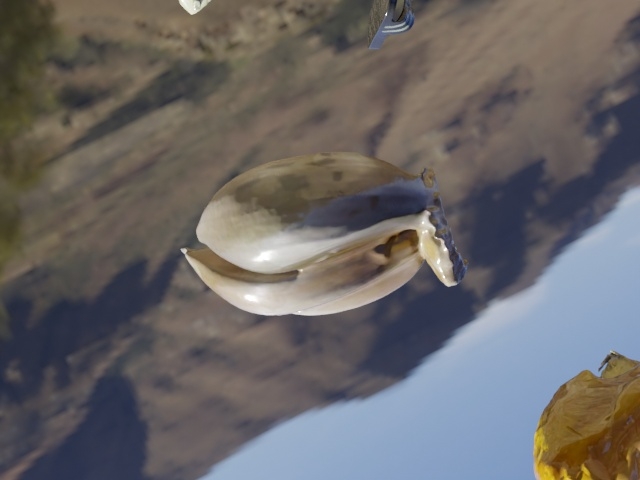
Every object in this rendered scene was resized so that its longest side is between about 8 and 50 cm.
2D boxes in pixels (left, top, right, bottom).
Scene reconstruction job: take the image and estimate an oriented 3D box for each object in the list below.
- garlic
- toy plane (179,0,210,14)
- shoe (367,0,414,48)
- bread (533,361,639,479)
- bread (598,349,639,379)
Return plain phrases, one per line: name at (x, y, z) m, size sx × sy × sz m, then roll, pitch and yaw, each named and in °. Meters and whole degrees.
garlic at (0.000, -0.001, 1.926) m, size 0.325 × 0.132 × 0.279 m, roll -11°, pitch 148°, yaw 0°
toy plane at (-0.159, -0.350, 1.875) m, size 0.108 × 0.092 × 0.286 m, roll -1°, pitch 147°, yaw -1°
shoe at (0.096, -0.296, 2.216) m, size 0.049 × 0.071 × 0.179 m, roll 3°, pitch 166°, yaw -6°
bread at (0.434, 0.293, 1.980) m, size 0.250 × 0.394 × 0.361 m, roll -64°, pitch 177°, yaw 5°
bread at (0.508, 0.286, 2.383) m, size 0.111 × 0.246 × 0.239 m, roll -52°, pitch -150°, yaw 7°
